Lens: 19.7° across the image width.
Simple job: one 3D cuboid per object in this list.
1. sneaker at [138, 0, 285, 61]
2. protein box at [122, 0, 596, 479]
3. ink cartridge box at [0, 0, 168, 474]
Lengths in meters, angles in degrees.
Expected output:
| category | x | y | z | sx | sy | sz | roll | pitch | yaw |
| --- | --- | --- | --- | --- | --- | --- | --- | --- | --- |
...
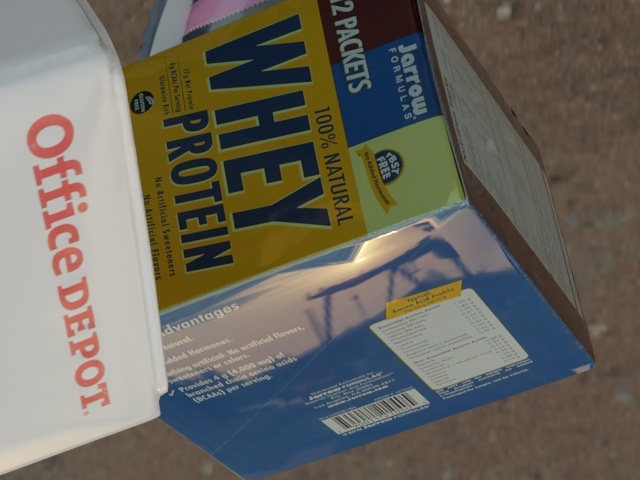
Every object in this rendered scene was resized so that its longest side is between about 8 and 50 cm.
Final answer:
| category | x | y | z | sx | sy | sz | roll | pitch | yaw |
| --- | --- | --- | --- | --- | --- | --- | --- | --- | --- |
| sneaker | -0.007 | -0.169 | 1.009 | 0.131 | 0.112 | 0.319 | 19 | 108 | 18 |
| protein box | 0.000 | 0.000 | 0.894 | 0.200 | 0.136 | 0.201 | -20 | 149 | 15 |
| ink cartridge box | -0.207 | 0.011 | 0.662 | 0.273 | 0.115 | 0.198 | -19 | 139 | -16 |
